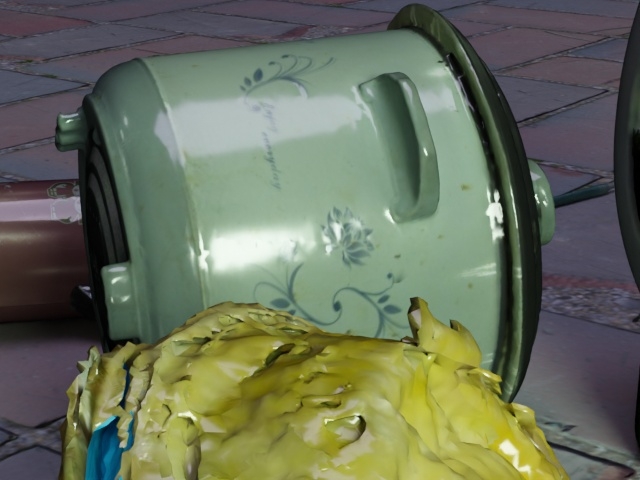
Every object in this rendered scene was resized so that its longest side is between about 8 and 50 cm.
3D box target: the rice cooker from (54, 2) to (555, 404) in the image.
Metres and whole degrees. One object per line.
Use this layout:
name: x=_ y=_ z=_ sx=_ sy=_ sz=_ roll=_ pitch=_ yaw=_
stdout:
rice cooker: x=0.000 y=0.000 z=0.843 sx=0.317 sy=0.264 sz=0.316 roll=-13 pitch=-22 yaw=-5

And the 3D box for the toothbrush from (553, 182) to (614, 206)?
toothbrush: x=0.277 y=-0.049 z=1.383 sx=0.167 sy=0.011 sz=0.014 roll=-13 pitch=28 yaw=-36

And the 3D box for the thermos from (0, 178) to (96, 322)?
thermos: x=-0.122 y=0.007 z=1.056 sx=0.330 sy=0.109 sz=0.136 roll=-4 pitch=18 yaw=-11

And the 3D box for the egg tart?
egg tart: x=0.035 y=0.116 z=0.466 sx=0.107 sy=0.291 sz=0.291 roll=-37 pitch=6 yaw=21

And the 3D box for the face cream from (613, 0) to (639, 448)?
face cream: x=0.297 y=-0.038 z=0.784 sx=0.219 sy=0.357 sz=0.312 roll=-8 pitch=19 yaw=-22
